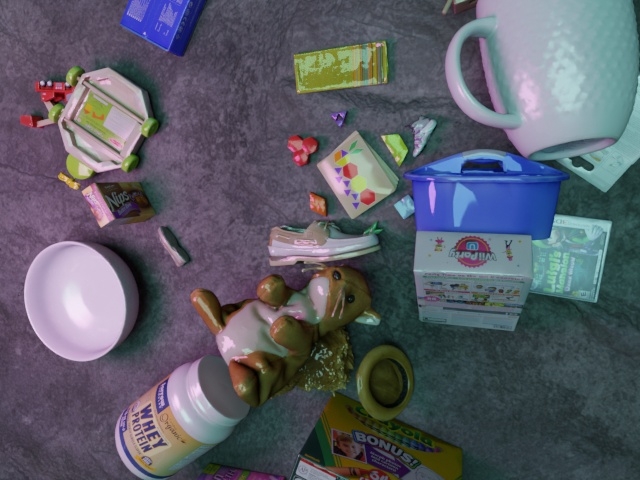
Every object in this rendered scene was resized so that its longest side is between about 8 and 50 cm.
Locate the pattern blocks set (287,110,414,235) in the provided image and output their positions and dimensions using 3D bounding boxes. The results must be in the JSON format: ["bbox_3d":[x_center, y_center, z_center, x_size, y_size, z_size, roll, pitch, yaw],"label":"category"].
[{"bbox_3d":[0.089,-0.166,1.271,0.285,0.026,0.325,-25,89,17],"label":"pattern blocks set"}]

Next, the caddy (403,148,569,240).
[{"bbox_3d":[0.351,-0.108,1.098,0.340,0.241,0.180,2,101,14],"label":"caddy"}]

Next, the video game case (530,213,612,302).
[{"bbox_3d":[0.562,0.037,1.169,0.173,0.022,0.191,9,99,14],"label":"video game case"}]

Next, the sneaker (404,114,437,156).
[{"bbox_3d":[0.230,-0.256,1.219,0.069,0.038,0.098,30,94,12],"label":"sneaker"}]

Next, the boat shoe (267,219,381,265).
[{"bbox_3d":[0.000,0.000,1.263,0.302,0.113,0.104,-7,91,22],"label":"boat shoe"}]

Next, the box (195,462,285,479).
[{"bbox_3d":[-0.241,0.731,1.367,0.242,0.213,0.118,3,97,15],"label":"box"}]

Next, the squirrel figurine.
[{"bbox_3d":[-0.044,0.214,1.228,0.370,0.397,0.281,-32,51,-8],"label":"squirrel figurine"}]

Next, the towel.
[{"bbox_3d":[0.049,-0.429,1.254,0.237,0.021,0.102,-2,95,16],"label":"towel"}]

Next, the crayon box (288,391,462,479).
[{"bbox_3d":[0.144,0.534,1.188,0.362,0.313,0.106,22,105,11],"label":"crayon box"}]

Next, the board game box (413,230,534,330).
[{"bbox_3d":[0.322,0.095,1.097,0.223,0.303,0.098,3,64,14],"label":"board game box"}]

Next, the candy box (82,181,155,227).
[{"bbox_3d":[-0.540,-0.100,1.365,0.053,0.186,0.109,-29,88,16],"label":"candy box"}]

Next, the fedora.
[{"bbox_3d":[0.149,0.353,1.269,0.079,0.194,0.195,-6,96,55],"label":"fedora"}]

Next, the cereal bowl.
[{"bbox_3d":[-0.663,0.162,1.453,0.338,0.141,0.340,2,98,15],"label":"cereal bowl"}]

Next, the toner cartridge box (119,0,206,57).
[{"bbox_3d":[-0.373,-0.680,1.311,0.165,0.075,0.348,31,103,11],"label":"toner cartridge box"}]

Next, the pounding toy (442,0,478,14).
[{"bbox_3d":[0.325,-0.576,1.121,0.141,0.100,0.130,-16,92,16],"label":"pounding toy"}]

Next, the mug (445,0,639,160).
[{"bbox_3d":[0.421,-0.333,0.984,0.373,0.276,0.329,-5,85,-12],"label":"mug"}]

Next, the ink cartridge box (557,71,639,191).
[{"bbox_3d":[0.633,-0.255,1.113,0.189,0.066,0.232,36,125,8],"label":"ink cartridge box"}]

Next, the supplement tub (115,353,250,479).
[{"bbox_3d":[-0.368,0.473,1.364,0.316,0.228,0.228,-39,86,16],"label":"supplement tub"}]

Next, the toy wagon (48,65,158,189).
[{"bbox_3d":[-0.620,-0.302,1.410,0.267,0.068,0.345,35,105,-1],"label":"toy wagon"}]

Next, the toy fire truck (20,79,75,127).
[{"bbox_3d":[-0.777,-0.393,1.468,0.191,0.047,0.136,6,98,13],"label":"toy fire truck"}]

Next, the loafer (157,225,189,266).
[{"bbox_3d":[-0.423,0.019,1.424,0.039,0.045,0.125,-38,89,23],"label":"loafer"}]
